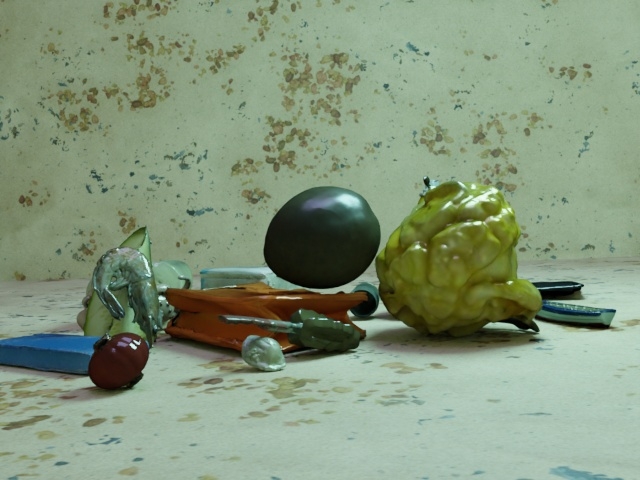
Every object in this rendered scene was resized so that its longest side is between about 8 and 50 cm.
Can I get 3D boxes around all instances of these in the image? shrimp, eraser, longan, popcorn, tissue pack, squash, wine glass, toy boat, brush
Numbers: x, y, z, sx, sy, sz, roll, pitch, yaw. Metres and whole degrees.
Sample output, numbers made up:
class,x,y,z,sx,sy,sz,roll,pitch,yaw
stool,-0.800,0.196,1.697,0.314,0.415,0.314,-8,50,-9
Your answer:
class,x,y,z,sx,sy,sz,roll,pitch,yaw
shrimp,-0.384,0.117,1.509,0.126,0.223,0.047,-9,-18,-30
eraser,-0.480,0.210,1.418,0.311,0.043,0.144,-1,1,34
longan,0.000,0.000,1.553,0.248,0.248,0.248,-3,2,0
popcorn,0.295,0.055,1.537,0.349,0.382,0.349,-44,2,2
tissue pack,-0.186,0.134,2.140,0.271,0.124,0.201,-2,2,40
squash,-0.434,0.098,1.566,0.093,0.252,0.169,-3,1,30
wine glass,0.110,0.151,1.895,0.079,0.079,0.195,-2,1,6
toy boat,0.534,0.156,1.628,0.080,0.046,0.229,-5,2,-28
brush,-0.054,0.153,1.337,0.301,0.071,0.084,15,-7,-41

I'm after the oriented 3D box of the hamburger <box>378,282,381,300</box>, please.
class,x,y,z,sx,sy,sz,roll,pitch,yaw
hamburger,0.251,0.105,1.842,0.236,0.147,0.237,-14,22,6

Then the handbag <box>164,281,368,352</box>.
class,x,y,z,sx,sy,sz,roll,pitch,yaw
handbag,-0.129,0.157,1.604,0.303,0.116,0.410,0,1,-37

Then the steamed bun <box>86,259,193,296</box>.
class,x,y,z,sx,sy,sz,roll,pitch,yaw
steamed bun,-0.452,0.138,1.914,0.250,0.155,0.200,-9,-1,-2

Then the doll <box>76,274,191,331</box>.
class,x,y,z,sx,sy,sz,roll,pitch,yaw
doll,-0.416,0.148,1.725,0.278,0.154,0.119,-2,26,-43

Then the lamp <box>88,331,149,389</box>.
class,x,y,z,sx,sy,sz,roll,pitch,yaw
lamp,-0.315,0.188,1.175,0.101,0.090,0.101,-35,8,6

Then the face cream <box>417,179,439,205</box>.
class,x,y,z,sx,sy,sz,roll,pitch,yaw
face cream,0.347,-0.009,2.285,0.105,0.349,0.105,-3,2,0

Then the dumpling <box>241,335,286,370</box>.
class,x,y,z,sx,sy,sz,roll,pitch,yaw
dumpling,-0.098,0.191,1.276,0.052,0.076,0.057,-32,-12,30

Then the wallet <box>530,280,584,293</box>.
class,x,y,z,sx,sy,sz,roll,pitch,yaw
wallet,0.631,0.136,2.172,0.247,0.041,0.323,-2,-1,14
